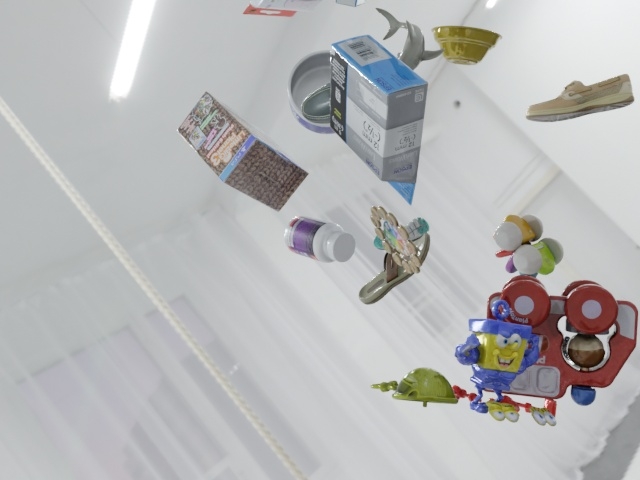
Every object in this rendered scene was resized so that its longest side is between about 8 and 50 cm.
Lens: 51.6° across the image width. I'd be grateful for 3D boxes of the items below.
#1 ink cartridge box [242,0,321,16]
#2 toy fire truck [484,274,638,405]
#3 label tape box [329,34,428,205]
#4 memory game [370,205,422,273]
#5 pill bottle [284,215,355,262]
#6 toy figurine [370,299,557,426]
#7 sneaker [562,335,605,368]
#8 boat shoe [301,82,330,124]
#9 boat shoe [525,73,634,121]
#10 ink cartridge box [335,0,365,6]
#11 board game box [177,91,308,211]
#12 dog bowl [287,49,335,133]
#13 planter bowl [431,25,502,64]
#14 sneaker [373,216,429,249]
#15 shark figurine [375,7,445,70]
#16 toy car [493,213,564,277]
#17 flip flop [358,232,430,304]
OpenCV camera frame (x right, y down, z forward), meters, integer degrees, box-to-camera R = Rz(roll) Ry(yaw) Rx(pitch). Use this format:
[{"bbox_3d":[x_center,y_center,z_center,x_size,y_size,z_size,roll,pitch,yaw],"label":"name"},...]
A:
[{"bbox_3d":[-0.126,-0.754,2.132,0.189,0.066,0.232,-5,-10,-25],"label":"ink cartridge box"},{"bbox_3d":[0.488,0.207,1.375,0.169,0.302,0.254,-5,-81,-74],"label":"toy fire truck"},{"bbox_3d":[0.125,-0.268,1.565,0.115,0.249,0.347,-19,-43,-21],"label":"label tape box"},{"bbox_3d":[0.170,0.000,1.512,0.012,0.186,0.186,-33,-15,-14],"label":"memory game"},{"bbox_3d":[0.000,0.000,1.764,0.108,0.193,0.108,-11,-72,-38],"label":"pill bottle"},{"bbox_3d":[0.297,0.214,1.277,0.191,0.363,0.217,-175,96,-69],"label":"toy figurine"},{"bbox_3d":[0.802,0.373,2.108,0.098,0.135,0.276,-36,-2,-10],"label":"sneaker"},{"bbox_3d":[0.070,-0.384,1.732,0.319,0.116,0.099,-8,-6,32],"label":"boat shoe"},{"bbox_3d":[0.857,-0.474,2.212,0.341,0.110,0.121,-9,-4,14],"label":"boat shoe"},{"bbox_3d":[0.075,-0.588,1.516,0.122,0.052,0.088,-57,-21,-63],"label":"ink cartridge box"},{"bbox_3d":[-0.216,-0.245,1.828,0.141,0.291,0.232,-51,-39,9],"label":"board game box"},{"bbox_3d":[0.023,-0.496,2.221,0.265,0.265,0.104,-40,-9,-9],"label":"dog bowl"},{"bbox_3d":[0.441,-0.592,2.037,0.217,0.217,0.090,-9,-71,-66],"label":"planter bowl"},{"bbox_3d":[0.213,-0.004,1.778,0.166,0.065,0.076,-17,-22,-21],"label":"sneaker"},{"bbox_3d":[0.247,-0.589,1.884,0.166,0.278,0.116,-20,-41,17],"label":"shark figurine"},{"bbox_3d":[0.518,0.027,1.706,0.159,0.182,0.136,-15,-29,-40],"label":"toy car"},{"bbox_3d":[0.203,0.072,1.883,0.277,0.080,0.112,-41,18,18],"label":"flip flop"}]
